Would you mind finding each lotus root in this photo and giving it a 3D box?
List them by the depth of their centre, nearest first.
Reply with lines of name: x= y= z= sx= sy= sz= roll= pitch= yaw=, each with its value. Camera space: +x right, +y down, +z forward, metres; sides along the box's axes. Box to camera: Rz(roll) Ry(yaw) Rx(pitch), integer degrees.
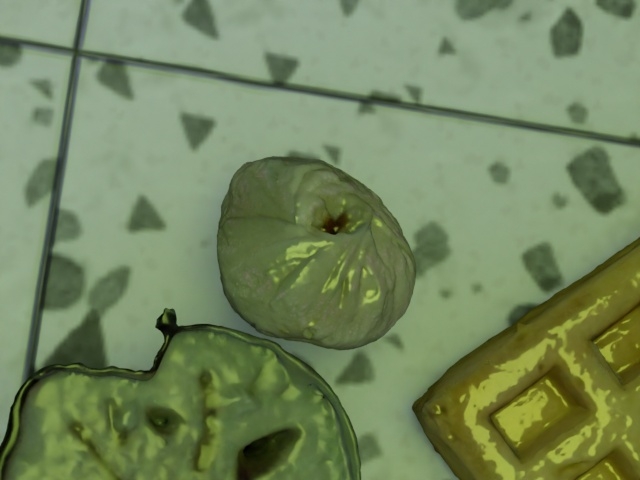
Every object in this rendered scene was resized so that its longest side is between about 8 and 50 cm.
lotus root: x=-0.081 y=0.139 z=0.787 sx=0.183 sy=0.078 sz=0.203 roll=16 pitch=84 yaw=-18

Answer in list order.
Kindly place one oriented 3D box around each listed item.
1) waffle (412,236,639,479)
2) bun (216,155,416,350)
waffle: x=0.204 y=0.123 z=0.839 sx=0.221 sy=0.055 sz=0.248 roll=-35 pitch=88 yaw=-12
bun: x=0.000 y=0.000 z=0.800 sx=0.115 sy=0.069 sz=0.115 roll=21 pitch=43 yaw=-22
